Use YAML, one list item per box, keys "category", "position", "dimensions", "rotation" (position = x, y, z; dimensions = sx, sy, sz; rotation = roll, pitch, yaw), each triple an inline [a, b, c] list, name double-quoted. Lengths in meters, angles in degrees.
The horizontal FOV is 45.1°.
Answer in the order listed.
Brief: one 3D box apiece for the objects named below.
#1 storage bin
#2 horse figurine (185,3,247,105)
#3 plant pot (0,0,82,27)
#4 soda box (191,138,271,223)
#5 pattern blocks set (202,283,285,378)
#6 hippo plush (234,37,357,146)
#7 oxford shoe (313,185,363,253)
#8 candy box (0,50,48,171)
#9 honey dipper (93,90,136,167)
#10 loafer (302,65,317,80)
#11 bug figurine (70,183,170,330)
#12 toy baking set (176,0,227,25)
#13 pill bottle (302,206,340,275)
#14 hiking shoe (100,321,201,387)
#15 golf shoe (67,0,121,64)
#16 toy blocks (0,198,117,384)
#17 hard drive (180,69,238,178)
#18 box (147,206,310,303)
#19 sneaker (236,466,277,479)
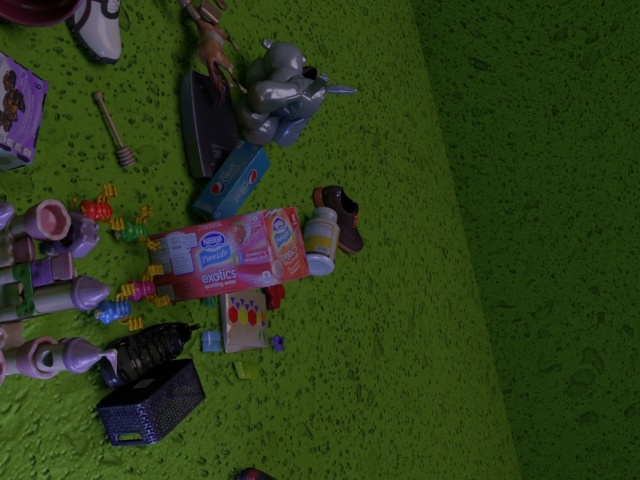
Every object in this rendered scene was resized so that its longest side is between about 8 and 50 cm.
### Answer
- category: "storage bin"
  position: [-0.316, 0.302, 1.453]
  dimensions: [0.180, 0.122, 0.084]
  rotation: [-38, 114, -60]
- category: "horse figurine"
  position: [-0.249, -0.447, 1.840]
  dimensions: [0.174, 0.066, 0.263]
  rotation: [44, 27, -46]
- category: "plant pot"
  position: [-0.500, -0.506, 1.347]
  dimensions: [0.201, 0.201, 0.180]
  rotation: [53, 22, -40]
- category: "soda box"
  position: [-0.205, -0.128, 1.782]
  dimensions: [0.210, 0.067, 0.071]
  rotation: [-57, 151, -21]
- category: "pattern blocks set"
  position: [-0.181, 0.190, 1.850]
  dimensions: [0.325, 0.026, 0.285]
  rotation: [32, 52, -55]
- category: "hippo plush"
  position: [-0.115, -0.410, 1.975]
  dimensions: [0.234, 0.294, 0.236]
  rotation: [11, 50, -46]
- category: "oxford shoe"
  position: [0.079, -0.059, 2.355]
  dimensions: [0.271, 0.098, 0.096]
  rotation: [55, 36, -38]
- category: "candy box"
  position: [-0.553, -0.230, 1.255]
  dimensions: [0.196, 0.070, 0.164]
  rotation: [36, 50, -53]
- category: "honey dipper"
  position: [-0.419, -0.225, 1.555]
  dimensions: [0.160, 0.031, 0.030]
  rotation: [67, 30, -16]
- category: "loafer"
  position: [-0.084, -0.402, 2.175]
  dimensions: [0.109, 0.095, 0.302]
  rotation: [57, 35, -35]
- category: "bug figurine"
  position: [-0.381, 0.038, 1.479]
  dimensions: [0.216, 0.072, 0.278]
  rotation: [7, 70, -69]
- category: "toy baking set"
  position: [-0.319, -0.622, 1.838]
  dimensions: [0.256, 0.030, 0.196]
  rotation: [50, 29, -12]
- category: "pill bottle"
  position: [0.000, 0.000, 2.180]
  dimensions: [0.103, 0.103, 0.184]
  rotation: [50, 39, -43]
- category: "hiking shoe"
  position: [-0.325, 0.204, 1.473]
  dimensions: [0.086, 0.114, 0.227]
  rotation: [64, 28, -7]
- category: "golf shoe"
  position: [-0.437, -0.487, 1.521]
  dimensions: [0.105, 0.120, 0.272]
  rotation: [-32, 110, -63]
- category: "toy blocks"
  position: [-0.414, 0.074, 1.202]
  dimensions: [0.309, 0.260, 0.288]
  rotation: [5, 75, -61]
- category: "hard drive"
  position: [-0.263, -0.262, 1.833]
  dimensions: [0.172, 0.054, 0.254]
  rotation: [3, 77, -62]
- category: "box"
  position: [-0.193, 0.031, 1.592]
  dimensions: [0.142, 0.300, 0.154]
  rotation: [-11, 89, -61]
- category: "sneaker"
  position: [-0.086, 0.603, 1.766]
  dimensions: [0.276, 0.135, 0.097]
  rotation: [56, 37, -35]
